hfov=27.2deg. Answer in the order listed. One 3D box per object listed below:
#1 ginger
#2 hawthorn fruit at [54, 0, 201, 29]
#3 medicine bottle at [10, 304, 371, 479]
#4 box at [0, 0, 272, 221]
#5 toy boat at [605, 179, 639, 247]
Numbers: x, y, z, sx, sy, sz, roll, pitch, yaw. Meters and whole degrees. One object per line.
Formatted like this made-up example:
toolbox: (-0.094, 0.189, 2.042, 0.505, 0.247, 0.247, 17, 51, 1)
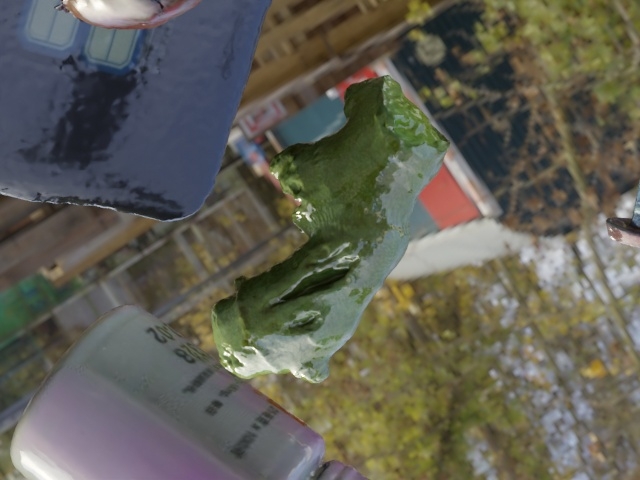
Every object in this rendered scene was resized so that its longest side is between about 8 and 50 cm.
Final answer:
ginger: (0.004, -0.004, 1.111, 0.290, 0.137, 0.089, -68, 171, 15)
hawthorn fruit: (-0.140, -0.275, 1.042, 0.181, 0.181, 0.235, -32, -151, 35)
medicine bottle: (-0.111, 0.255, 1.383, 0.219, 0.388, 0.219, -55, 171, -13)
box: (-0.212, -0.208, 1.229, 0.350, 0.359, 0.091, 8, -164, -36)
toy boat: (0.330, -0.050, 1.267, 0.096, 0.122, 0.034, 9, -153, 5)
